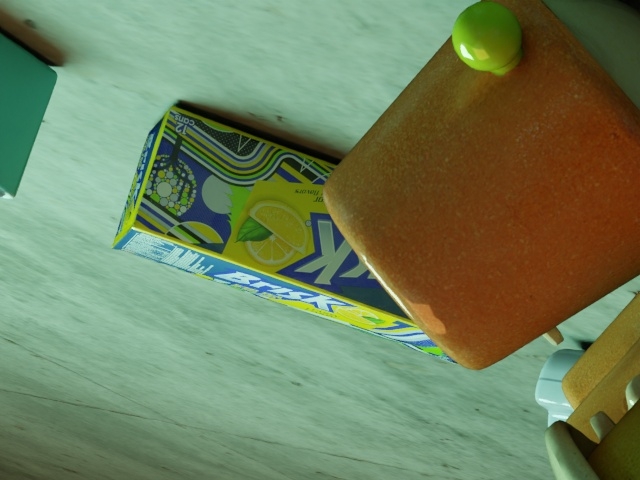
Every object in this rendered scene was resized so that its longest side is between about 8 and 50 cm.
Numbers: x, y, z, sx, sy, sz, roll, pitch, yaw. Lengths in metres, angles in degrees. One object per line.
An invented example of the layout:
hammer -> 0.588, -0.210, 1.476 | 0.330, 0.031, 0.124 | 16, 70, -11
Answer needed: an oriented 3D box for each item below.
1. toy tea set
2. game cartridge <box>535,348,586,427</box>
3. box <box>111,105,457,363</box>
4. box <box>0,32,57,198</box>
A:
toy tea set -> 0.115, 0.009, 0.680 | 0.200, 0.124, 0.336 | 50, -173, 3
game cartridge -> 0.267, 0.131, 1.100 | 0.196, 0.060, 0.294 | 11, 166, 36
box -> 0.000, 0.000, 0.873 | 0.169, 0.059, 0.054 | 20, 167, -12
box -> -0.218, -0.091, 0.767 | 0.100, 0.060, 0.244 | 7, 163, 34
